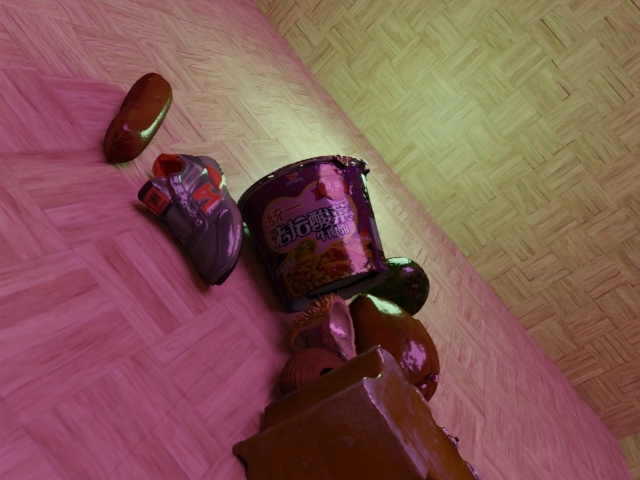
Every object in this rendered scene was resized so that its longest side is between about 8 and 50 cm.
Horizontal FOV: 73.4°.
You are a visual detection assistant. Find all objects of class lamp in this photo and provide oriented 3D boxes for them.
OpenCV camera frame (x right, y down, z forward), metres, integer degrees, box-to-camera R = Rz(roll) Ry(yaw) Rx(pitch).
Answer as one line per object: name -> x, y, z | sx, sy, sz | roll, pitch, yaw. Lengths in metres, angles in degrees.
lamp -> -0.009, 0.268, 0.802 | 0.136, 0.136, 0.136 | 38, 28, -24

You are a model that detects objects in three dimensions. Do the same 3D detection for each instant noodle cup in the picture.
instant noodle cup -> 0.000, 0.000, 0.998 | 0.340, 0.340, 0.265 | 9, 56, -54

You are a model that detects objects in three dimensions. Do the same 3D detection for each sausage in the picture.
sausage -> -0.402, -0.283, 0.967 | 0.094, 0.097, 0.348 | 26, 34, -27

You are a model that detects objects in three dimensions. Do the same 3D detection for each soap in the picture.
soap -> 0.051, 0.332, 0.643 | 0.259, 0.281, 0.143 | 52, 28, 3

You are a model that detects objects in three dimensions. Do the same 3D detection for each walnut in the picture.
walnut -> 0.149, 0.247, 1.024 | 0.209, 0.209, 0.336 | 29, 22, -36

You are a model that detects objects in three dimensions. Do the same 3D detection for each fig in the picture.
fig -> 0.207, 0.124, 1.311 | 0.203, 0.203, 0.235 | 36, 7, -26

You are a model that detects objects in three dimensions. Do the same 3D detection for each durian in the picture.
durian -> 0.014, 0.199, 0.885 | 0.182, 0.165, 0.132 | 28, 8, -37

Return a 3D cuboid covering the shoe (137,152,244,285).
shoe -> -0.270, -0.065, 0.858 | 0.171, 0.132, 0.336 | 15, 40, -43
